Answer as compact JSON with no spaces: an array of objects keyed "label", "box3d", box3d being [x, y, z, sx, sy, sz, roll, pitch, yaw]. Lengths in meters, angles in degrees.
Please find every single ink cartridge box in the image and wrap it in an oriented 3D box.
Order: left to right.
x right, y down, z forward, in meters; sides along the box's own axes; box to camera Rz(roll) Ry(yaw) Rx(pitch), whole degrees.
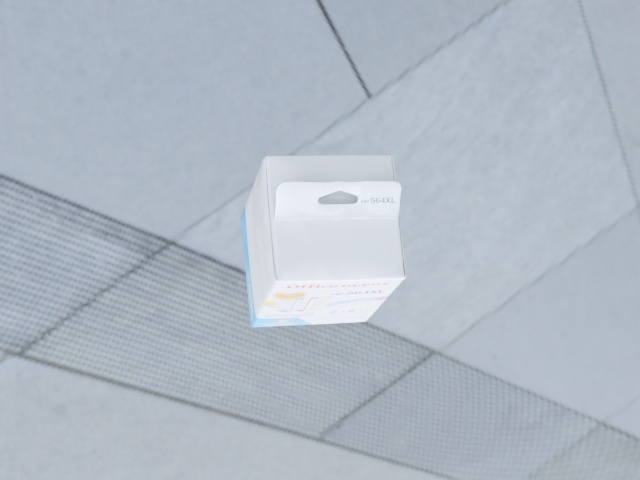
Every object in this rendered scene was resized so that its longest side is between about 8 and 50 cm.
[{"label":"ink cartridge box","box3d":[0.000,0.000,0.838,0.092,0.090,0.143,-2,163,-11]}]
